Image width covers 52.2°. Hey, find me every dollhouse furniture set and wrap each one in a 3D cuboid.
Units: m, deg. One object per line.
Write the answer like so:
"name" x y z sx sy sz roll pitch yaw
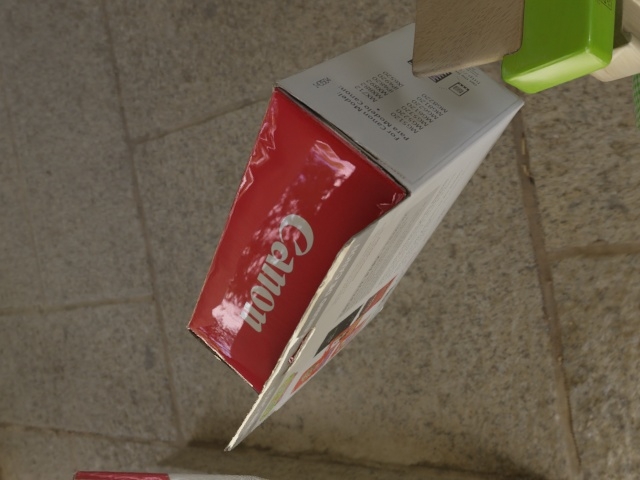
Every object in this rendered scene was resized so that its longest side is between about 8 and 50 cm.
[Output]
"dollhouse furniture set" 0.207 -0.175 0.518 0.151 0.301 0.198 1 85 46

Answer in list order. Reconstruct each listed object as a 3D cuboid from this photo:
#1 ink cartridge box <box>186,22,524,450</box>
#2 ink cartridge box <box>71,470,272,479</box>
"ink cartridge box" 0.000 0.000 0.576 0.130 0.272 0.309 40 134 13
"ink cartridge box" -0.164 0.375 0.850 0.226 0.306 0.131 -1 69 5
